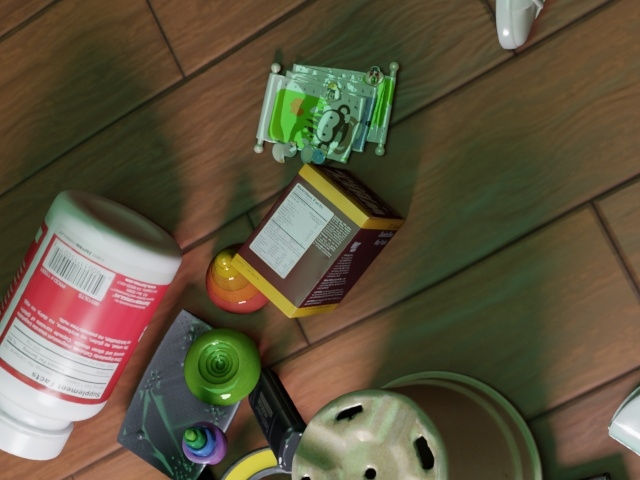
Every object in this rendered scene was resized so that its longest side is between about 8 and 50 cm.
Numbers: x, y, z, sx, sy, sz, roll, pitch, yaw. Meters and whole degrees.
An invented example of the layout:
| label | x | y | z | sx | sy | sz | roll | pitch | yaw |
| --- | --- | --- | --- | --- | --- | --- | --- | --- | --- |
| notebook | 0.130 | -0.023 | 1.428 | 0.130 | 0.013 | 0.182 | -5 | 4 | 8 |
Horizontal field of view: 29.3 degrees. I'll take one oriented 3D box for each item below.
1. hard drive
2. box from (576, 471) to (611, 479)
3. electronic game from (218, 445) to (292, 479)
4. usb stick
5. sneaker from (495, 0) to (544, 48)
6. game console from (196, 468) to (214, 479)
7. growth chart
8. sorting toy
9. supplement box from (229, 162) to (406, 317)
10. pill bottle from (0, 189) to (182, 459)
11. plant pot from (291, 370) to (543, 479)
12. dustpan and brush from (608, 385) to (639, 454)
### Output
| label | x | y | z | sx | sy | sz | roll | pitch | yaw |
| --- | --- | --- | --- | --- | --- | --- | --- | --- | --- |
| hard drive | -0.213 | 0.259 | 2.016 | 0.172 | 0.054 | 0.255 | 30 | 98 | 18 |
| box | 0.338 | 0.452 | 1.817 | 0.233 | 0.044 | 0.159 | -20 | 83 | 19 |
| electronic game | -0.062 | 0.435 | 1.920 | 0.229 | 0.048 | 0.229 | 1 | 78 | -6 |
| usb stick | -0.065 | 0.268 | 1.863 | 0.045 | 0.278 | 0.077 | 12 | 100 | -16 |
| sneaker | 0.339 | -0.418 | 1.797 | 0.123 | 0.106 | 0.290 | 16 | 93 | 22 |
| game console | -0.191 | 0.461 | 2.028 | 0.107 | 0.071 | 0.122 | 41 | 105 | -15 |
| growth chart | 0.008 | -0.204 | 1.962 | 0.237 | 0.021 | 0.172 | 5 | 92 | 21 |
| sorting toy | -0.161 | 0.160 | 1.908 | 0.127 | 0.126 | 0.366 | 7 | 73 | 13 |
| supplement box | 0.000 | 0.000 | 1.870 | 0.129 | 0.191 | 0.194 | 42 | 103 | 16 |
| pill bottle | -0.412 | 0.142 | 1.999 | 0.229 | 0.229 | 0.408 | 33 | 100 | 18 |
| plant pot | 0.118 | 0.332 | 1.730 | 0.333 | 0.305 | 0.334 | -6 | 75 | 22 |
| dustpan and brush | 0.528 | 0.223 | 1.752 | 0.147 | 0.060 | 0.211 | 33 | 107 | 16 |
